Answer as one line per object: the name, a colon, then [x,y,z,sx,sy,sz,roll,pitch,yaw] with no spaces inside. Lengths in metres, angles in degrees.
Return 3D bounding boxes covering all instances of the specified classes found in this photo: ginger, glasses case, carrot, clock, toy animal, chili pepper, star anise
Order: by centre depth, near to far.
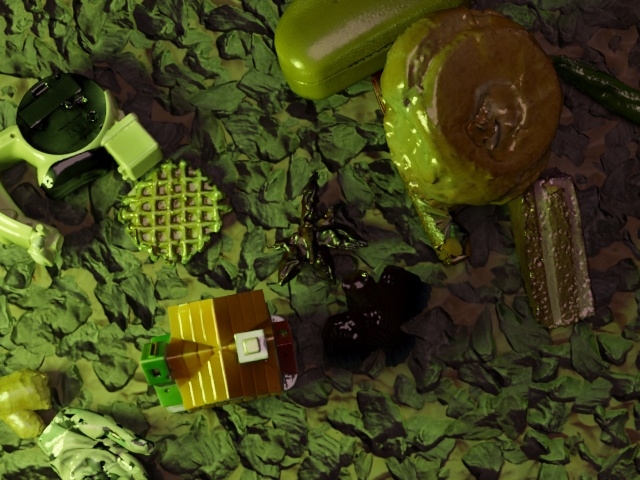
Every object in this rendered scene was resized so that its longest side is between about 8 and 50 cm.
clock: [-0.157,0.177,1.598,0.235,0.309,0.166,-11,80,-4]
toy animal: [0.096,0.123,1.683,0.218,0.179,0.116,-37,57,-8]
ginger: [-0.599,0.260,1.699,0.299,0.065,0.118,7,75,3]
clock: [-0.486,-0.115,1.750,0.379,0.120,0.276,-44,77,-9]
star anise: [0.000,0.001,1.766,0.157,0.053,0.212,30,78,6]
carrot: [0.198,-0.065,1.782,0.069,0.069,0.229,-25,80,-6]
glasses case: [0.085,-0.407,1.787,0.371,0.141,0.173,-29,57,-7]
chili pepper: [0.562,-0.250,1.817,0.359,0.076,0.085,22,60,-1]

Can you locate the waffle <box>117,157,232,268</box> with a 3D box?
waffle: [-0.256,-0.050,1.780,0.183,0.036,0.169,-45,85,-7]

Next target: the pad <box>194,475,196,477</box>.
pad: [-0.059,0.471,1.671,0.250,0.055,0.323,-42,82,-8]

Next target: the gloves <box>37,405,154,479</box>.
gloves: [-0.359,0.364,1.663,0.212,0.111,0.127,37,56,9]

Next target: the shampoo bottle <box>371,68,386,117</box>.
shampoo bottle: [0.229,-0.294,1.824,0.260,0.064,0.102,-17,80,-5]

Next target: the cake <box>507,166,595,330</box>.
cake: [0.402,0.006,1.753,0.116,0.113,0.295,-12,85,-2]

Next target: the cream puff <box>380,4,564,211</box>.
cream puff: [0.230,-0.217,1.677,0.343,0.231,0.327,28,81,-22]
